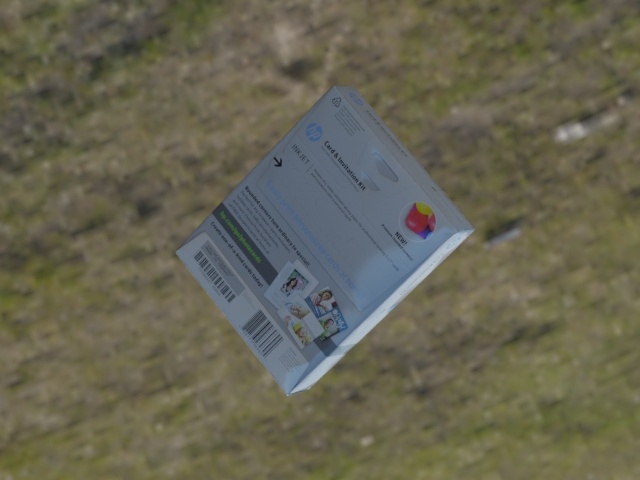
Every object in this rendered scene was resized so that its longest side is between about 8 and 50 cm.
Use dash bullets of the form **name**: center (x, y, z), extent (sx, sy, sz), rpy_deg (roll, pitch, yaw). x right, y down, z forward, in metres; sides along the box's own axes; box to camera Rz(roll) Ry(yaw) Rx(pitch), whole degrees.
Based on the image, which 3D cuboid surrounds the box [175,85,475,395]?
- **box**: center (0.000, 0.000, 1.362), extent (0.186, 0.145, 0.038), rpy_deg (-46, 164, 23)
